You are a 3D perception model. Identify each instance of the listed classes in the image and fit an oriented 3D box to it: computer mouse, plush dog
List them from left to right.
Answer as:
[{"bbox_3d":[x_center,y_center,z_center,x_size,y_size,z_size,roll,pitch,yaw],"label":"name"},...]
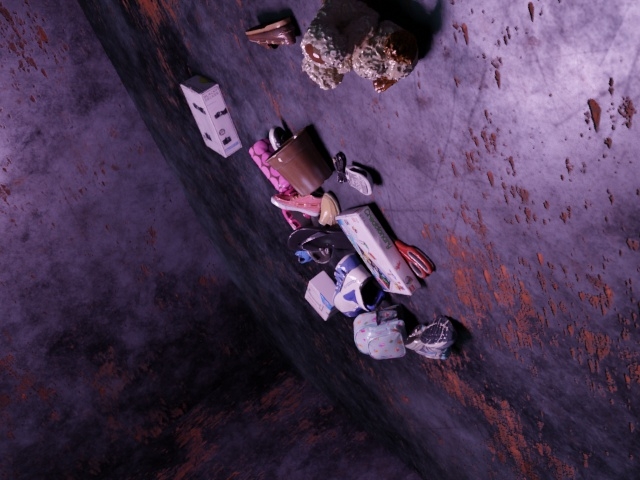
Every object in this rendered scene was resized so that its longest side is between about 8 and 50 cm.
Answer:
[{"bbox_3d":[0.104,-0.187,1.749,0.193,0.042,0.106,38,151,49],"label":"computer mouse"},{"bbox_3d":[0.096,-0.408,1.244,0.225,0.211,0.262,26,179,-2],"label":"plush dog"}]

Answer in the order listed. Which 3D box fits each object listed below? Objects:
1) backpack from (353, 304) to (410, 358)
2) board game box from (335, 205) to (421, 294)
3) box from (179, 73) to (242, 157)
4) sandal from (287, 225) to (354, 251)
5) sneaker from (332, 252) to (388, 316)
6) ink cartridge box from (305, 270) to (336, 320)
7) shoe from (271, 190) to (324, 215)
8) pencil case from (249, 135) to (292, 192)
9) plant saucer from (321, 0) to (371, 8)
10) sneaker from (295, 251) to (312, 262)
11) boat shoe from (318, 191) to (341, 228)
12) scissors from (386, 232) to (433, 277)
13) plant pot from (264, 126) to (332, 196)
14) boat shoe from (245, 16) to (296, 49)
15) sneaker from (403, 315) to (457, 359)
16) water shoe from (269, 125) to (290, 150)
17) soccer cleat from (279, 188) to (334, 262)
[{"bbox_3d":[0.208,0.326,2.083,0.188,0.144,0.166,-7,131,15],"label":"backpack"},{"bbox_3d":[0.177,0.033,1.892,0.305,0.053,0.193,55,165,-10],"label":"board game box"},{"bbox_3d":[-0.426,-0.487,2.351,0.169,0.087,0.290,33,152,44],"label":"box"},{"bbox_3d":[0.000,-0.001,2.044,0.254,0.054,0.097,-5,127,20],"label":"sandal"},{"bbox_3d":[0.145,0.205,2.166,0.182,0.127,0.316,43,156,31],"label":"sneaker"},{"bbox_3d":[0.017,0.239,2.558,0.148,0.086,0.203,48,158,14],"label":"ink cartridge box"},{"bbox_3d":[-0.074,-0.145,2.047,0.063,0.177,0.081,-89,17,-55],"label":"shoe"},{"bbox_3d":[-0.155,-0.261,2.092,0.095,0.098,0.209,-43,71,26],"label":"pencil case"},{"bbox_3d":[0.045,-0.541,1.320,0.168,0.029,0.168,44,157,24],"label":"plant saucer"},{"bbox_3d":[-0.056,0.029,2.389,0.069,0.082,0.209,48,158,20],"label":"sneaker"},{"bbox_3d":[0.026,-0.080,2.041,0.068,0.072,0.190,38,154,36],"label":"boat shoe"},{"bbox_3d":[0.229,0.002,1.813,0.297,0.021,0.109,48,164,21],"label":"scissors"},{"bbox_3d":[-0.058,-0.237,1.871,0.165,0.167,0.167,49,161,-13],"label":"plant pot"},{"bbox_3d":[-0.136,-0.554,1.630,0.207,0.073,0.073,22,141,55],"label":"boat shoe"},{"bbox_3d":[0.380,0.320,1.915,0.122,0.110,0.283,36,163,-4],"label":"sneaker"},{"bbox_3d":[-0.090,-0.295,1.979,0.080,0.073,0.203,-2,130,44],"label":"water shoe"},{"bbox_3d":[-0.051,-0.070,2.177,0.143,0.116,0.331,-43,-71,-81],"label":"soccer cleat"}]
